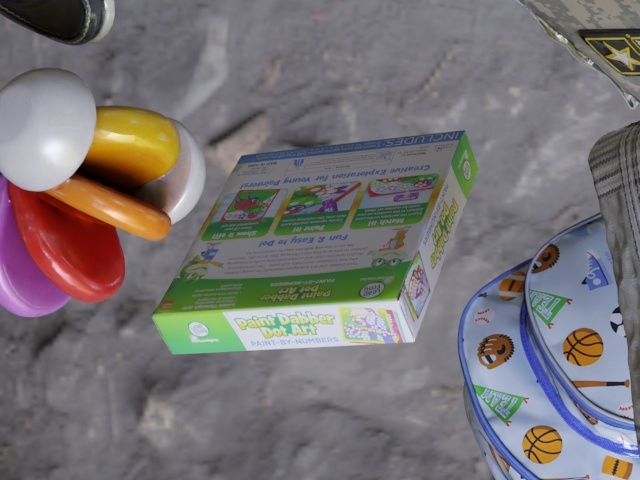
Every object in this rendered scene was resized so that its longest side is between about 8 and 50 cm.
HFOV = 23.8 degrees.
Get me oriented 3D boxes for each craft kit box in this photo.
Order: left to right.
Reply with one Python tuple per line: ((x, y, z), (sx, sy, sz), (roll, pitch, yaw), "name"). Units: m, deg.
((0.000, 0.000, 1.420), (0.249, 0.247, 0.061), (-4, 125, 27), "craft kit box")

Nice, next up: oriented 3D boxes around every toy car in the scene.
((-0.169, -0.020, 0.957), (0.182, 0.159, 0.136), (-9, 72, 33), "toy car")

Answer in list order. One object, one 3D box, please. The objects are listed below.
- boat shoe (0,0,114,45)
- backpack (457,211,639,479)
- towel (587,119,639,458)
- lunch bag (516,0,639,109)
((-0.248, -0.197, 1.047), (0.233, 0.079, 0.084), (32, 128, 10), "boat shoe")
((0.242, 0.103, 1.187), (0.263, 0.213, 0.277), (-27, 53, -1), "backpack")
((0.217, 0.090, 0.721), (0.312, 0.056, 0.324), (172, 88, -74), "towel")
((0.257, -0.194, 0.962), (0.287, 0.235, 0.169), (-33, 38, 36), "lunch bag")
